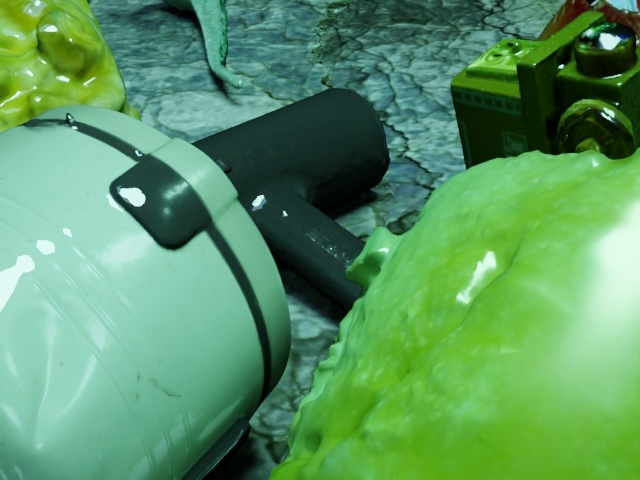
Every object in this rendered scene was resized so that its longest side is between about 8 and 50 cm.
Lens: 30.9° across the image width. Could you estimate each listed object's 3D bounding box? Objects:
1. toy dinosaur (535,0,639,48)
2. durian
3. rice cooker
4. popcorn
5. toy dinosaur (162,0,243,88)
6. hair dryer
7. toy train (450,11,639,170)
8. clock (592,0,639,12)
[{"bbox_3d":[0.247,-0.070,0.789,0.113,0.206,0.327,11,20,-32],"label":"toy dinosaur"},{"bbox_3d":[0.114,0.086,0.527,0.256,0.204,0.339,5,58,43],"label":"durian"},{"bbox_3d":[-0.142,0.057,0.621,0.226,0.226,0.244,14,41,28],"label":"rice cooker"},{"bbox_3d":[-0.266,-0.105,0.908,0.225,0.174,0.286,-22,36,-8],"label":"popcorn"},{"bbox_3d":[-0.154,-0.249,1.169,0.129,0.076,0.383,12,39,-15],"label":"toy dinosaur"},{"bbox_3d":[0.000,0.000,0.802,0.197,0.089,0.251,-26,48,-28],"label":"hair dryer"},{"bbox_3d":[0.149,-0.024,0.671,0.090,0.225,0.137,-35,36,-31],"label":"toy train"},{"bbox_3d":[0.317,-0.190,0.988,0.194,0.100,0.195,20,40,39],"label":"clock"}]
